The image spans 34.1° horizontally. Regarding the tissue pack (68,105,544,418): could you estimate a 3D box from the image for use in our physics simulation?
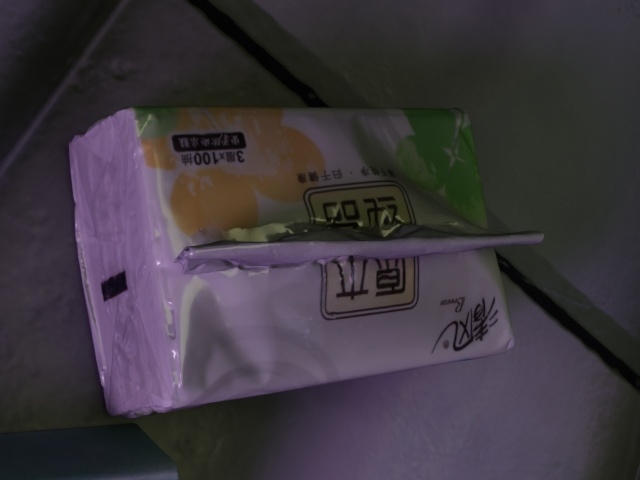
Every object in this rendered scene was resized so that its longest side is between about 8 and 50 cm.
[{"bbox_3d":[0.000,0.000,0.577,0.229,0.145,0.159,-4,81,-35],"label":"tissue pack"}]

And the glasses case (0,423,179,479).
[{"bbox_3d":[-0.194,0.143,0.471,0.266,0.056,0.105,1,78,-33],"label":"glasses case"}]
